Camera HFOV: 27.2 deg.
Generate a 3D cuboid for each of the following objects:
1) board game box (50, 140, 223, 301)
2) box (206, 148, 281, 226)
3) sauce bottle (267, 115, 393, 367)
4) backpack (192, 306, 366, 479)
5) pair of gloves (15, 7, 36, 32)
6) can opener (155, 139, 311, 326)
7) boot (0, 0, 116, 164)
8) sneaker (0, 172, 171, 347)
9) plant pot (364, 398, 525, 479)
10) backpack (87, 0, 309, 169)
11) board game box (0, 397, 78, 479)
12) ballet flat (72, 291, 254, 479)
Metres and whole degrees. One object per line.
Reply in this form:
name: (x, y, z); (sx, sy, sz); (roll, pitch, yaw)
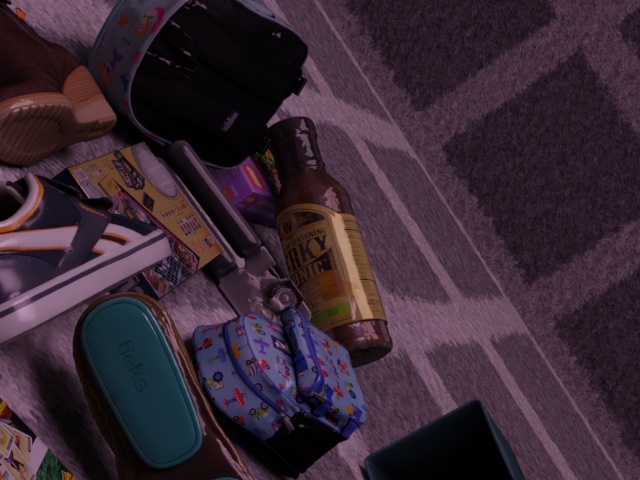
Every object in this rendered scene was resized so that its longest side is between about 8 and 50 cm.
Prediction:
board game box: (-0.200, -0.018, 1.445); (0.165, 0.042, 0.243); (55, 15, -2)
box: (-0.138, -0.159, 1.890); (0.293, 0.057, 0.201); (60, 17, 17)
sauce bottle: (0.000, 0.000, 1.767); (0.111, 0.111, 0.344); (25, 44, -61)
backpack: (-0.052, 0.144, 1.414); (0.173, 0.117, 0.158); (41, 20, -33)
pair of gloves: (-0.324, -0.225, 1.527); (0.074, 0.010, 0.083); (64, 3, 34)
can opener: (-0.118, 0.011, 1.620); (0.283, 0.076, 0.095); (54, -17, -2)
boot: (-0.333, -0.178, 1.360); (0.207, 0.090, 0.248); (44, 16, 7)
sneaker: (-0.234, 0.003, 1.143); (0.127, 0.126, 0.321); (61, 17, 0)
plant pot: (0.195, 0.349, 1.654); (0.234, 0.166, 0.165); (50, 14, -46)
backpack: (-0.166, -0.229, 1.657); (0.191, 0.225, 0.253); (38, 10, 31)
board game box: (-0.239, 0.201, 0.903); (0.136, 0.030, 0.259); (53, 16, -16)
ballet flat: (-0.117, 0.207, 1.111); (0.124, 0.116, 0.342); (98, -33, -76)
